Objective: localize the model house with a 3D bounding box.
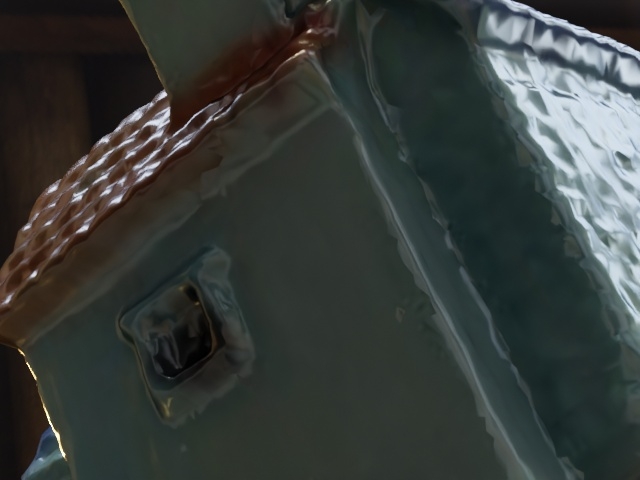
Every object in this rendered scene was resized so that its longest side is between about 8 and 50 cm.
[{"bbox_3d":[0.000,0.000,0.600,0.252,0.295,0.329,-9,-114,-56],"label":"model house"}]
